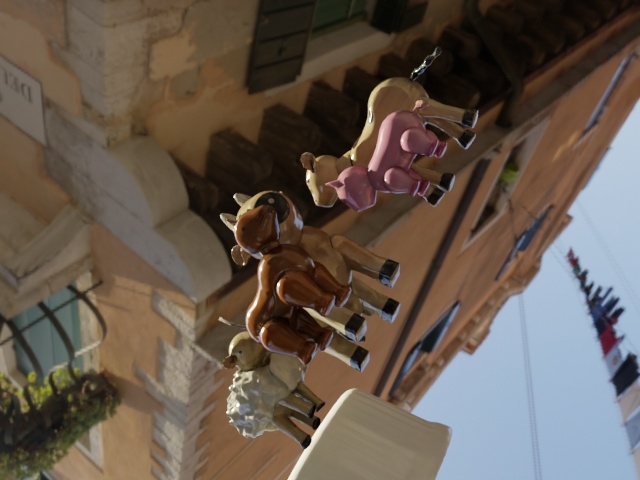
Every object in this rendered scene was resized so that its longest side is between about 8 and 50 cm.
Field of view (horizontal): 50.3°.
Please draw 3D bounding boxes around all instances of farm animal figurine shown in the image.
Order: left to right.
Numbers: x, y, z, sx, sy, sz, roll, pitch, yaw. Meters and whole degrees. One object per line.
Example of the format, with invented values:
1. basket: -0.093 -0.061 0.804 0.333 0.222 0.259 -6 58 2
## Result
1. farm animal figurine: 0.000 0.000 0.695 0.172 0.326 0.330 28 -129 19

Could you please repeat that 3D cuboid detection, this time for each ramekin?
1. ramekin: 0.033 0.311 0.800 0.135 0.277 0.277 28 -136 12
